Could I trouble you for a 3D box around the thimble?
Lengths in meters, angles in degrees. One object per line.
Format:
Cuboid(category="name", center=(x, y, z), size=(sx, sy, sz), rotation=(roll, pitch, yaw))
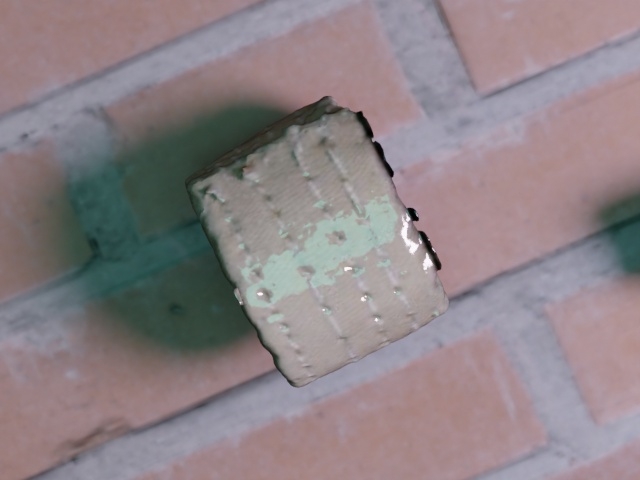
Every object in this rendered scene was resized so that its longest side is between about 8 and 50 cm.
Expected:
Cuboid(category="thimble", center=(0.000, 0.000, 0.843), size=(0.090, 0.102, 0.115), rotation=(-28, 104, 2))
